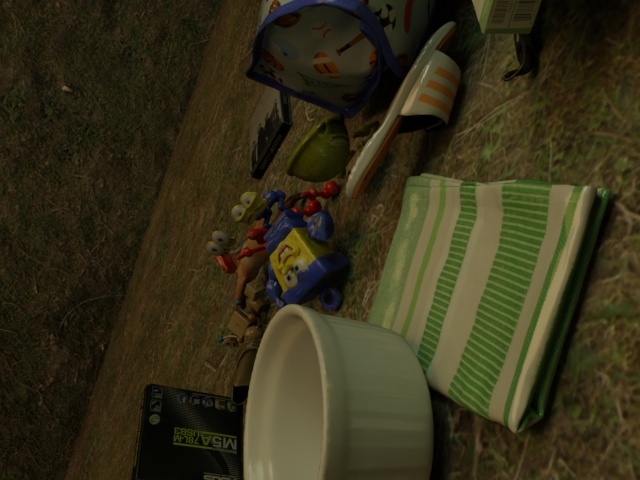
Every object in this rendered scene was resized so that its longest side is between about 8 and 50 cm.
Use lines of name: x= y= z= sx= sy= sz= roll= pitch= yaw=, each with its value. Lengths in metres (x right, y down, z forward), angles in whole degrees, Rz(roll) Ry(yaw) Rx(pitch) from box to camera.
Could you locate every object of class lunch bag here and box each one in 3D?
lunch bag: x=0.054 y=-0.388 z=0.916 sx=0.385 sy=0.239 sz=0.327 roll=149 pitch=139 yaw=-80

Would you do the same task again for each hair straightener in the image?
hair straightener: x=0.216 y=-0.285 z=0.725 sx=0.047 sy=0.089 sz=0.230 roll=-1 pitch=68 yaw=27

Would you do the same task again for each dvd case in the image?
dvd case: x=-0.128 y=-0.290 z=1.580 sx=0.179 sy=0.030 sz=0.238 roll=-55 pitch=29 yaw=37

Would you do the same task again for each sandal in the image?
sandal: x=0.126 y=-0.157 z=0.854 sx=0.265 sy=0.076 sz=0.102 roll=-60 pitch=-6 yaw=3

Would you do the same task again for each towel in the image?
towel: x=0.153 y=0.046 z=0.708 sx=0.325 sy=0.038 sz=0.247 roll=16 pitch=89 yaw=67

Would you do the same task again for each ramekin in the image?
ramekin: x=0.013 y=0.218 z=0.741 sx=0.277 sy=0.135 sz=0.277 roll=-171 pitch=90 yaw=-69

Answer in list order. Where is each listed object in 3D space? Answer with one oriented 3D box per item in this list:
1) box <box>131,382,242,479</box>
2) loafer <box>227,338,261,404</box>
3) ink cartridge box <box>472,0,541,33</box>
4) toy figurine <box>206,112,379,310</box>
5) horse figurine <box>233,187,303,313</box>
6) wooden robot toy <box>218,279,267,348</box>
box: x=-0.237 y=0.363 z=1.168 sx=0.045 sy=0.191 sz=0.184 roll=-56 pitch=27 yaw=37
loafer: x=-0.134 y=0.247 z=1.197 sx=0.050 sy=0.056 sz=0.148 roll=-111 pitch=34 yaw=-55
ink cartridge box: x=0.176 y=-0.338 z=0.615 sx=0.171 sy=0.056 sz=0.235 roll=93 pitch=174 yaw=-53
toy figurine: x=0.000 y=0.000 z=1.025 sx=0.362 sy=0.191 sz=0.217 roll=-46 pitch=64 yaw=34
horse figurine: x=-0.119 y=0.008 z=1.285 sx=0.263 sy=0.066 sz=0.174 roll=-55 pitch=14 yaw=38
wooden robot toy: x=-0.132 y=0.165 z=1.262 sx=0.079 sy=0.076 sz=0.173 roll=40 pitch=115 yaw=27
